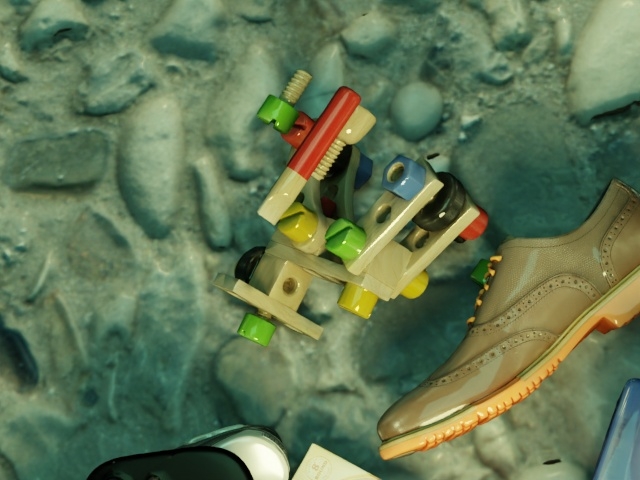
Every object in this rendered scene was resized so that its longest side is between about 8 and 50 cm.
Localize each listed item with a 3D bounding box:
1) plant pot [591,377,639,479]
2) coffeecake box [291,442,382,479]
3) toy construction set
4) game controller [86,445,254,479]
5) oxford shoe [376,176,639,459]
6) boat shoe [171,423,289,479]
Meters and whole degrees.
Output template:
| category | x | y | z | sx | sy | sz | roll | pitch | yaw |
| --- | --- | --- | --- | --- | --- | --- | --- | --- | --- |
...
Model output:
| category | x | y | z | sx | sy | sz | roll | pitch | yaw |
| --- | --- | --- | --- | --- | --- | --- | --- | --- | --- |
| plant pot | 0.328 | 0.282 | 1.439 | 0.212 | 0.236 | 0.236 | 19 | 75 | 11 |
| coffeecake box | 0.042 | 0.304 | 1.574 | 0.185 | 0.068 | 0.142 | 26 | 79 | 19 |
| toy construction set | 0.000 | 0.000 | 1.578 | 0.257 | 0.309 | 0.237 | 32 | 85 | 28 |
| game controller | -0.120 | 0.348 | 1.471 | 0.166 | 0.067 | 0.319 | -10 | 86 | 20 |
| oxford shoe | 0.186 | 0.078 | 1.580 | 0.364 | 0.130 | 0.132 | -35 | 84 | -12 |
| boat shoe | -0.170 | 0.268 | 1.614 | 0.301 | 0.102 | 0.108 | -31 | 99 | 1 |
